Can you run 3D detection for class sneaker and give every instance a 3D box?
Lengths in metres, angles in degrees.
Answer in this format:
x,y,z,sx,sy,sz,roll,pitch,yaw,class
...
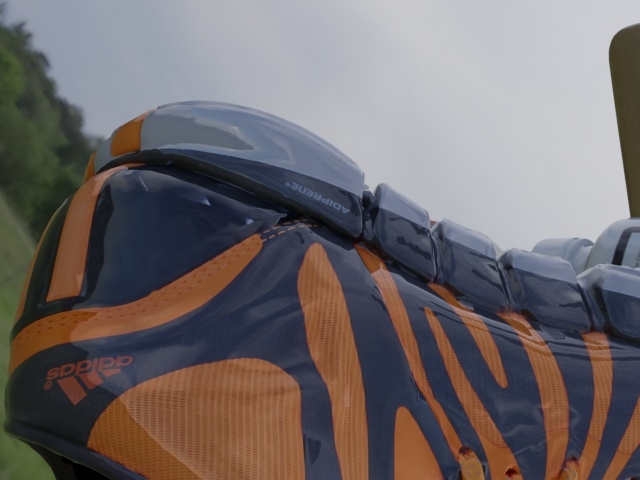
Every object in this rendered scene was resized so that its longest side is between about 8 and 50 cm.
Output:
x,y,z,sx,sy,sz,roll,pitch,yaw,class
0.050,0.091,0.429,0.321,0.180,0.124,20,-44,-5,sneaker

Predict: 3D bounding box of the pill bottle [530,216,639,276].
x,y,z,sx,sy,sz,roll,pitch,yaw,class
0.224,0.039,0.818,0.193,0.108,0.108,1,-48,35,pill bottle

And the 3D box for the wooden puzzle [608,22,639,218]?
x,y,z,sx,sy,sz,roll,pitch,yaw,class
0.432,-0.044,1.120,0.080,0.348,0.322,-11,93,-69,wooden puzzle

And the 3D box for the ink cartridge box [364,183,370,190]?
x,y,z,sx,sy,sz,roll,pitch,yaw,class
0.000,0.000,1.547,0.056,0.135,0.099,22,-44,36,ink cartridge box

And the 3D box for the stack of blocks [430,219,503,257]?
x,y,z,sx,sy,sz,roll,pitch,yaw,class
0.015,0.124,1.021,0.171,0.297,0.087,12,23,-30,stack of blocks
